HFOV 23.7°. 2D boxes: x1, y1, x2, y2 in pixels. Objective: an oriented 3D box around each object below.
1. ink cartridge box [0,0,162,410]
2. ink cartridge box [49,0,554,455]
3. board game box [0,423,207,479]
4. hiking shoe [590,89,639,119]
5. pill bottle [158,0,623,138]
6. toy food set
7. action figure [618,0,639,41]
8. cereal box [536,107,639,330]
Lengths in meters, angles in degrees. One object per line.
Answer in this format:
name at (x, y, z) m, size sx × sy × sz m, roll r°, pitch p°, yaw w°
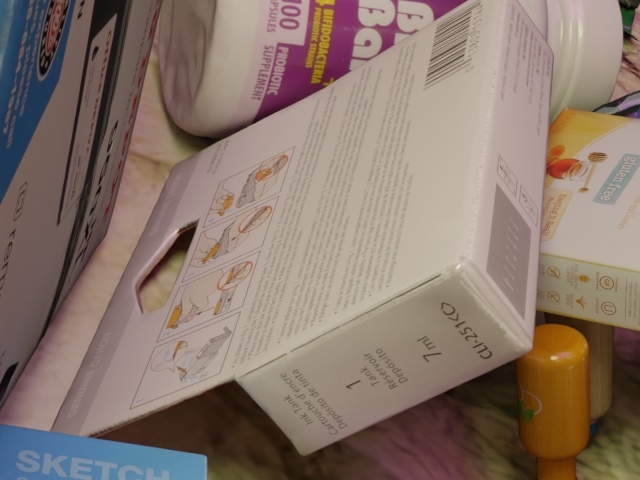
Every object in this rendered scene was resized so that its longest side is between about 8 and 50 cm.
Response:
ink cartridge box at (-0.183, -0.078, 0.695) m, size 0.166 × 0.285 × 0.395 m, roll 16°, pitch 21°, yaw -2°
ink cartridge box at (0.000, 0.000, 0.855) m, size 0.066 × 0.261 × 0.296 m, roll 51°, pitch 29°, yaw -23°
board game box at (-0.206, 0.170, 0.625) m, size 0.317 × 0.064 × 0.242 m, roll 10°, pitch 36°, yaw -12°
hiking shoe at (0.303, -0.040, 1.045) m, size 0.304 × 0.113 × 0.132 m, roll -4°, pitch 29°, yaw -1°
pill bottle at (0.051, -0.144, 1.069) m, size 0.302 × 0.169 × 0.169 m, roll 3°, pitch 39°, yaw -20°
toy food set at (0.109, 0.052, 0.929) m, size 0.111 × 0.104 × 0.232 m, roll -19°, pitch 31°, yaw -24°
action figure at (0.175, -0.253, 1.368) m, size 0.232 × 0.063 × 0.137 m, roll 11°, pitch 39°, yaw -5°
cereal box at (0.222, -0.006, 0.854) m, size 0.240 × 0.047 × 0.173 m, roll 10°, pitch 33°, yaw 24°
